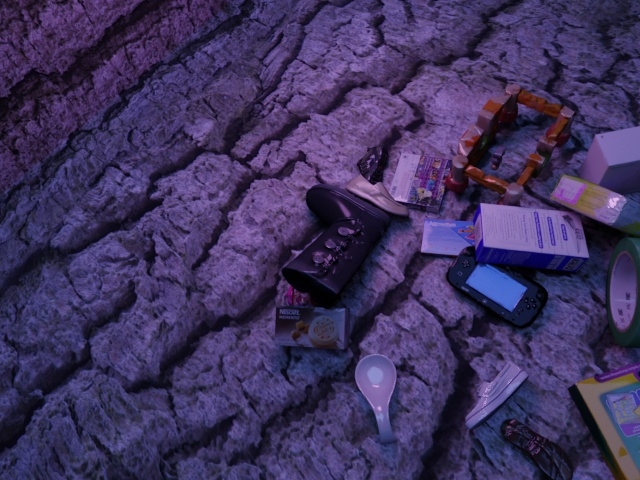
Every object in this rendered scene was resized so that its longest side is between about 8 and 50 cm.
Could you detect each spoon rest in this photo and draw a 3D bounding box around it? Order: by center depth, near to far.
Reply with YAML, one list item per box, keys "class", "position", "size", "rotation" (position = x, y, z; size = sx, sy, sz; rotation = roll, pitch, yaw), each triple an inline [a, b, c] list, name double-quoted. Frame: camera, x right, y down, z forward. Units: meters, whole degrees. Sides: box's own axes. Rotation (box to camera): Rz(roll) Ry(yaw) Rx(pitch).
- class: "spoon rest"
  position: [0.191, 0.499, 1.538]
  size: [0.137, 0.084, 0.277]
  rotation: [-13, 61, 6]

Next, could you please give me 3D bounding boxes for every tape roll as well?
- class: "tape roll"
  position: [0.925, 0.152, 1.405]
  size: [0.077, 0.321, 0.321]
  rotation: [2, 63, 15]

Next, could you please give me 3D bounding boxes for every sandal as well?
- class: "sandal"
  position: [0.625, 0.611, 1.393]
  size: [0.090, 0.060, 0.219]
  rotation: [-44, 47, -18]

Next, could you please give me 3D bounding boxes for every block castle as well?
- class: "block castle"
  position: [0.696, -0.326, 1.782]
  size: [0.303, 0.213, 0.453]
  rotation: [33, 76, 22]

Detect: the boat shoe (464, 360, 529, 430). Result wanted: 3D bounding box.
- class: "boat shoe"
  position: [0.523, 0.474, 1.475]
  size: [0.258, 0.095, 0.084]
  rotation: [-35, 56, -18]

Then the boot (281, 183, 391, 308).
- class: "boot"
  position: [0.002, 0.000, 1.733]
  size: [0.366, 0.146, 0.445]
  rotation: [22, 51, 22]

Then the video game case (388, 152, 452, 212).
- class: "video game case"
  position: [0.392, -0.231, 1.897]
  size: [0.210, 0.042, 0.232]
  rotation: [11, 66, 20]

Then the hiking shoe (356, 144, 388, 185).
- class: "hiking shoe"
  position: [0.197, -0.284, 1.962]
  size: [0.114, 0.086, 0.227]
  rotation: [9, 68, 43]

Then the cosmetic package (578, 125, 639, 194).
- class: "cosmetic package"
  position: [1.052, -0.268, 1.651]
  size: [0.223, 0.225, 0.138]
  rotation: [-11, 61, 9]

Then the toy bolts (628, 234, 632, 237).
- class: "toy bolts"
  position: [1.166, -0.052, 1.538]
  size: [0.228, 0.218, 0.158]
  rotation: [34, 67, 8]

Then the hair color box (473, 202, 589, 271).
- class: "hair color box"
  position: [0.702, -0.011, 1.624]
  size: [0.338, 0.110, 0.185]
  rotation: [6, 57, 5]

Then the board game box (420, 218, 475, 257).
- class: "board game box"
  position: [0.516, -0.003, 1.756]
  size: [0.281, 0.027, 0.145]
  rotation: [5, 66, 16]

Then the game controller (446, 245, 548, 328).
- class: "game controller"
  position: [0.591, 0.155, 1.622]
  size: [0.319, 0.067, 0.166]
  rotation: [34, 74, 23]

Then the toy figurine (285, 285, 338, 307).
- class: "toy figurine"
  position: [-0.046, 0.196, 1.759]
  size: [0.159, 0.130, 0.173]
  rotation: [-36, 84, 9]

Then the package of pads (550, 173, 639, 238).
- class: "package of pads"
  position: [0.915, -0.107, 1.532]
  size: [0.296, 0.229, 0.101]
  rotation: [-121, 51, -65]

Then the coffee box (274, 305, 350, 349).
- class: "coffee box"
  position: [-0.027, 0.299, 1.666]
  size: [0.246, 0.098, 0.141]
  rotation: [1, 82, 14]

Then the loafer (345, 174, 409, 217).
- class: "loafer"
  position: [0.226, -0.172, 1.828]
  size: [0.268, 0.102, 0.092]
  rotation: [28, 93, 11]

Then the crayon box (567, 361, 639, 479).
- class: "crayon box"
  position: [0.953, 0.502, 1.339]
  size: [0.362, 0.106, 0.313]
  rotation: [-19, 61, 4]
